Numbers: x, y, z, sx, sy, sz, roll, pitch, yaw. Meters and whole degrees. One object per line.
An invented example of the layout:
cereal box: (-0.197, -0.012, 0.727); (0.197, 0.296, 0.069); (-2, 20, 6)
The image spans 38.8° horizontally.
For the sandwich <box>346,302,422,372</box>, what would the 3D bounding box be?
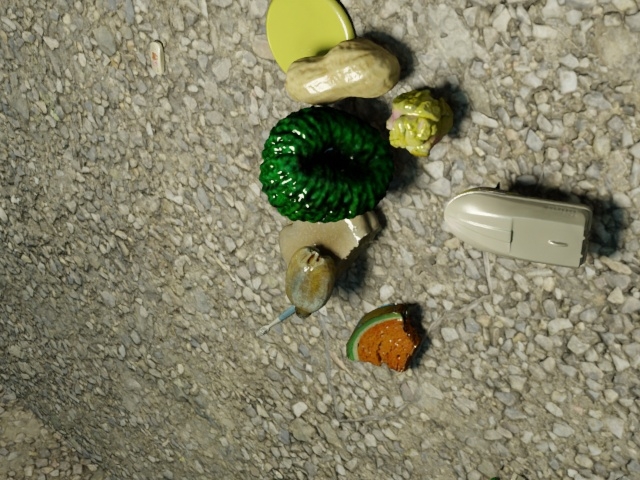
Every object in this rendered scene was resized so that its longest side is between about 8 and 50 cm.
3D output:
sandwich: (0.159, 0.215, 2.116); (0.159, 0.079, 0.235); (29, 136, 11)

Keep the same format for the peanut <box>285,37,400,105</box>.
peanut: (0.038, -0.337, 1.818); (0.257, 0.123, 0.123); (-2, 115, 31)

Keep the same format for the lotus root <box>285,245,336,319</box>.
lotus root: (-0.026, 0.100, 2.038); (0.113, 0.088, 0.192); (28, 128, 18)

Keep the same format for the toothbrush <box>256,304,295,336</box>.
toothbrush: (-0.095, 0.194, 2.350); (0.019, 0.025, 0.276); (53, 137, 2)

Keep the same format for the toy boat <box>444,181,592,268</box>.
toy boat: (0.377, -0.038, 1.716); (0.269, 0.141, 0.140); (20, 127, 30)

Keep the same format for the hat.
hat: (-0.020, -0.139, 1.923); (0.274, 0.242, 0.332); (20, 167, -20)

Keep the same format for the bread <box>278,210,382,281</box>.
bread: (-0.002, 0.004, 2.094); (0.183, 0.102, 0.337); (46, 136, 8)

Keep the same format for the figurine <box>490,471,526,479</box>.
figurine: (0.442, 0.597, 2.099); (0.197, 0.093, 0.147); (-19, 125, 38)

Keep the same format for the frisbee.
frisbee: (-0.025, -0.425, 1.904); (0.236, 0.017, 0.236); (21, 129, 29)

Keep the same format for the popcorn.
popcorn: (0.188, -0.230, 1.764); (0.126, 0.125, 0.145); (35, 154, -10)

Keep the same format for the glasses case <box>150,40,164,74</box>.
glasses case: (-0.397, -0.444, 2.209); (0.032, 0.021, 0.083); (22, 129, 28)
